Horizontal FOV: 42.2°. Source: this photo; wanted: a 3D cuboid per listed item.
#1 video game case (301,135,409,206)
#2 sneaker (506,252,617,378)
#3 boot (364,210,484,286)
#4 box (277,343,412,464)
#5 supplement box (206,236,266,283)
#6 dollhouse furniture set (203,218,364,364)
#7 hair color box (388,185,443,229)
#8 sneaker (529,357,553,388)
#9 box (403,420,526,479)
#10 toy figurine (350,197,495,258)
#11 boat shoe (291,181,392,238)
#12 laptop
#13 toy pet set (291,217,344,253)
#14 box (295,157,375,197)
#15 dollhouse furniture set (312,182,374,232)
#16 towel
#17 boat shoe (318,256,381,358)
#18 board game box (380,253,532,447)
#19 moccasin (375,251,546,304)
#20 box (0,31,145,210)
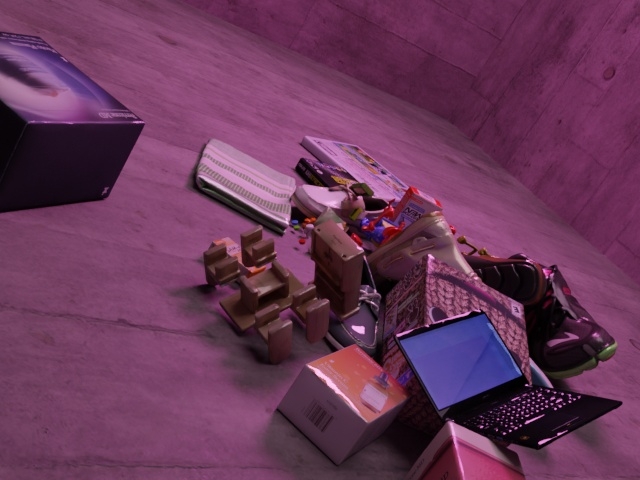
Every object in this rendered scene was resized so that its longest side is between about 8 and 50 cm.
[{"bbox_3d":[0.135,-0.208,2.569,0.329,0.036,0.300,42,22,27],"label":"video game case"},{"bbox_3d":[0.544,0.173,2.009,0.202,0.185,0.483,58,1,-21],"label":"sneaker"},{"bbox_3d":[0.197,0.090,1.714,0.095,0.262,0.203,-2,58,-58],"label":"boot"},{"bbox_3d":[0.040,0.248,1.283,0.130,0.091,0.170,39,21,19],"label":"box"},{"bbox_3d":[-0.159,0.039,1.555,0.098,0.036,0.062,37,20,13],"label":"supplement box"},{"bbox_3d":[-0.053,0.094,1.448,0.242,0.161,0.212,-26,53,-25],"label":"dollhouse furniture set"},{"bbox_3d":[0.227,-0.044,2.124,0.093,0.167,0.053,27,20,-16],"label":"hair color box"},{"bbox_3d":[0.394,0.250,1.753,0.319,0.127,0.208,42,23,24],"label":"sneaker"},{"bbox_3d":[0.200,0.384,1.116,0.127,0.148,0.232,27,20,-11],"label":"box"},{"bbox_3d":[0.222,0.001,2.006,0.363,0.191,0.217,25,16,-24],"label":"toy figurine"},{"bbox_3d":[0.056,-0.092,2.040,0.302,0.103,0.113,15,36,-48],"label":"boat shoe"},{"bbox_3d":[0.292,0.205,1.300,0.234,0.136,0.264,-11,9,-40],"label":"laptop"},{"bbox_3d":[0.000,0.000,1.883,0.114,0.065,0.122,-8,26,-6],"label":"toy pet set"},{"bbox_3d":[0.049,-0.151,2.294,0.191,0.045,0.184,9,28,-47],"label":"box"},{"bbox_3d":[0.061,-0.065,1.942,0.076,0.151,0.059,46,-18,-23],"label":"dollhouse furniture set"},{"bbox_3d":[-0.171,-0.138,1.950,0.248,0.038,0.325,28,21,-11],"label":"towel"},{"bbox_3d":[0.062,0.117,1.607,0.116,0.099,0.319,28,21,-18],"label":"boat shoe"},{"bbox_3d":[0.243,0.206,1.495,0.232,0.141,0.291,27,38,-15],"label":"board game box"},{"bbox_3d":[0.298,0.082,1.812,0.380,0.139,0.147,-4,-9,20],"label":"moccasin"},{"bbox_3d":[-0.515,-0.212,1.409,0.294,0.182,0.296,39,21,14],"label":"box"}]
